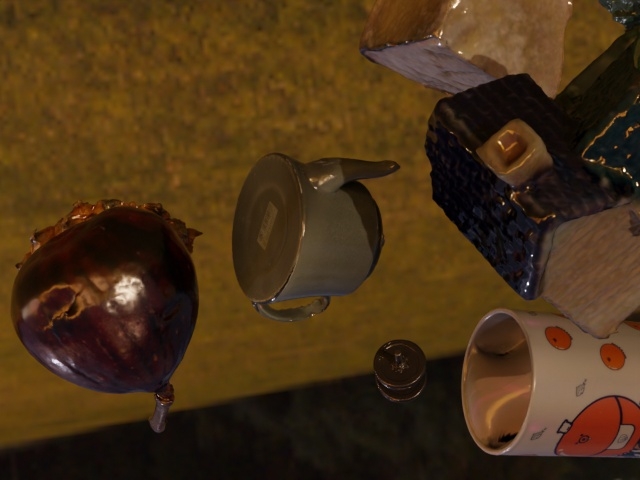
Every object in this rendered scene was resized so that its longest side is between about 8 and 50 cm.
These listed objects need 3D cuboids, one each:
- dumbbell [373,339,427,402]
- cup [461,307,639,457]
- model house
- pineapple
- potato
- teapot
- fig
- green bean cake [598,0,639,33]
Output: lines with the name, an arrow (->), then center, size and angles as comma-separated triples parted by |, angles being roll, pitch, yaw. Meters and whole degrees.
dumbbell -> 0.104, 0.170, 2.045 | 0.069, 0.069, 0.147 | -9, 157, 3
cup -> 0.397, 0.215, 2.325 | 0.317, 0.212, 0.212 | 5, 165, -23
model house -> 0.262, -0.090, 1.482 | 0.298, 0.243, 0.284 | -47, 149, 13
pineapple -> -0.285, 0.037, 1.951 | 0.250, 0.140, 0.164 | -28, -157, 10
potato -> 0.208, -0.312, 1.984 | 0.211, 0.264, 0.189 | 22, 178, -25
teapot -> 0.000, 0.000, 1.705 | 0.149, 0.162, 0.239 | 5, 129, -30
fig -> -0.207, 0.096, 1.670 | 0.204, 0.249, 0.186 | -30, -175, 16
green bean cake -> 0.508, -0.376, 2.082 | 0.308, 0.169, 0.300 | -36, -165, 42
